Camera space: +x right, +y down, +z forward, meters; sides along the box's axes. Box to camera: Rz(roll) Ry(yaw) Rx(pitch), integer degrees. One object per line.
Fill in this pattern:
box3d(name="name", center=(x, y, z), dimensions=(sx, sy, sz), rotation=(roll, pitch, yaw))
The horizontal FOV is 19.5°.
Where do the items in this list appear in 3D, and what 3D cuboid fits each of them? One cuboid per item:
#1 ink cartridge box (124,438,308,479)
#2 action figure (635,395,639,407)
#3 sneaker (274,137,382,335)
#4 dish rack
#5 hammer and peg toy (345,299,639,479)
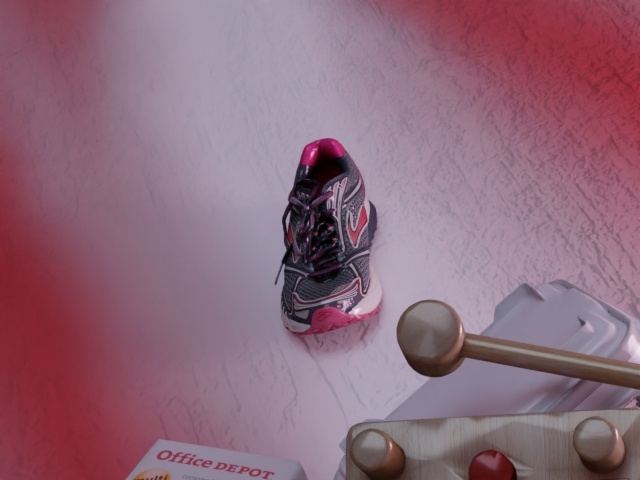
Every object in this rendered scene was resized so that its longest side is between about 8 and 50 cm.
box3d(name="ink cartridge box", center=(-0.117, 0.322, 1.680), dimensions=(0.171, 0.168, 0.232), rotation=(6, 39, 33))
box3d(name="action figure", center=(0.265, 0.221, 1.677), dimensions=(0.164, 0.141, 0.276), rotation=(-31, 32, -21))
box3d(name="sneaker", center=(0.000, 0.000, 2.143), dimensions=(0.121, 0.112, 0.299), rotation=(-13, 34, 8))
box3d(name="dish rack", center=(0.147, 0.160, 1.726), dimensions=(0.333, 0.072, 0.285), rotation=(-41, 14, -2))
box3d(name="hammer and peg toy", center=(0.150, 0.213, 1.518), dimensions=(0.266, 0.127, 0.361), rotation=(-4, 70, 15))
